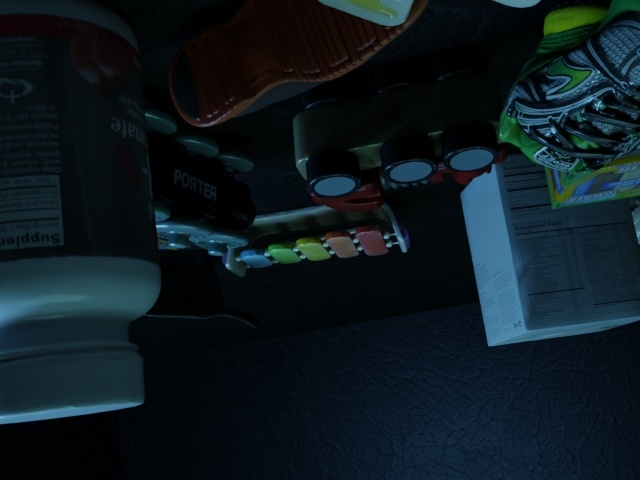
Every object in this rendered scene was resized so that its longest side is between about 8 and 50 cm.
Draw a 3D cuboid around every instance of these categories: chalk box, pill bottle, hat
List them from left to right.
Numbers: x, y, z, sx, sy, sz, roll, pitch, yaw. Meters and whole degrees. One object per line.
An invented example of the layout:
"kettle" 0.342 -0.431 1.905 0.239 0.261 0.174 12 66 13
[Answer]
"pill bottle" -0.222 -0.020 0.653 0.176 0.319 0.176 -7 168 -2
"hat" -0.254 0.068 1.447 0.331 0.134 0.331 9 176 1
"chalk box" 0.332 -0.121 0.954 0.132 0.132 0.213 -9 166 6

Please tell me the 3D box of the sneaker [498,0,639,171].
"sneaker" 0.242 -0.112 0.638 0.134 0.146 0.343 30 -176 -6

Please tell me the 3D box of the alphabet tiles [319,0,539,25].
"alphabet tiles" 0.005 -0.200 0.398 0.278 0.021 0.284 20 165 -2

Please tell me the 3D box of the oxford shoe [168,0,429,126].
"oxford shoe" -0.011 -0.173 0.672 0.271 0.097 0.098 -13 -173 41

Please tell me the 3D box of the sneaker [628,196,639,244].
"sneaker" 0.498 -0.048 1.442 0.297 0.111 0.129 -13 161 18

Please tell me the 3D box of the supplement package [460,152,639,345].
"supplement package" 0.355 0.013 1.253 0.198 0.263 0.199 -7 168 -6

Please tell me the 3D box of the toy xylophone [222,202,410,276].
"toy xylophone" 0.000 0.000 1.408 0.322 0.081 0.236 -10 167 15

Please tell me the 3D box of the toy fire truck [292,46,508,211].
"toy fire truck" 0.101 -0.105 0.924 0.217 0.159 0.246 -11 157 12

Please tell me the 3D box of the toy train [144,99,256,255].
"toy train" -0.207 -0.060 0.929 0.190 0.142 0.334 -2 170 23
